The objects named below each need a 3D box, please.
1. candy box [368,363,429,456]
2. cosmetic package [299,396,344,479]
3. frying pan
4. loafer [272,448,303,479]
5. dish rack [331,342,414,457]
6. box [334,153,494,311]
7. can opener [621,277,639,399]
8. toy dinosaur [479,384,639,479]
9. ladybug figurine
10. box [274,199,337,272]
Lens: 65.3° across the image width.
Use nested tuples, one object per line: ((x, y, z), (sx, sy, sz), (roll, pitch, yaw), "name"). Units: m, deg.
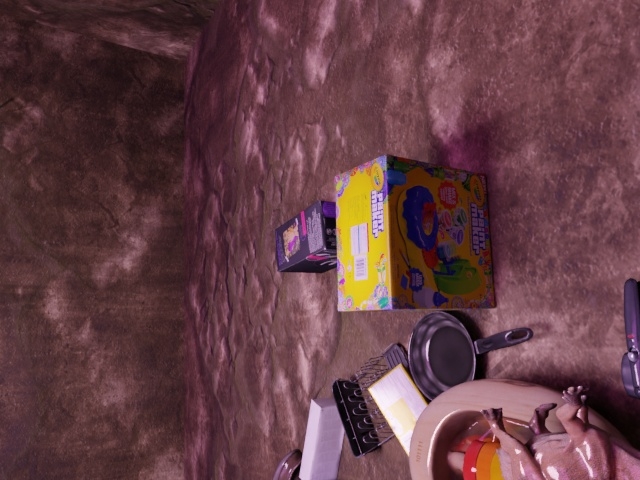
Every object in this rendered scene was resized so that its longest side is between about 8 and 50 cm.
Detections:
((0.204, 0.397, 1.140), (0.105, 0.027, 0.206), (-39, 59, 11), "candy box")
((0.009, 0.574, 1.434), (0.060, 0.099, 0.239), (19, 101, 57), "cosmetic package")
((0.299, 0.212, 1.064), (0.326, 0.053, 0.197), (-56, 42, 35), "frying pan")
((-0.057, 0.811, 1.508), (0.130, 0.134, 0.365), (5, 101, 35), "loafer")
((0.145, 0.398, 1.263), (0.271, 0.074, 0.208), (-54, 45, 38), "dish rack")
((0.194, 0.001, 1.044), (0.177, 0.279, 0.289), (-15, 74, 57), "box")
((0.487, 0.150, 0.764), (0.073, 0.059, 0.186), (-12, 77, 57), "can opener")
((0.323, 0.309, 0.648), (0.296, 0.127, 0.200), (-40, 48, 48), "toy dinosaur")
((0.345, 0.395, 0.836), (0.449, 0.162, 0.305), (-7, 66, 57), "ladybug figurine")
((0.000, 0.000, 1.458), (0.270, 0.165, 0.143), (-28, 63, 54), "box")
